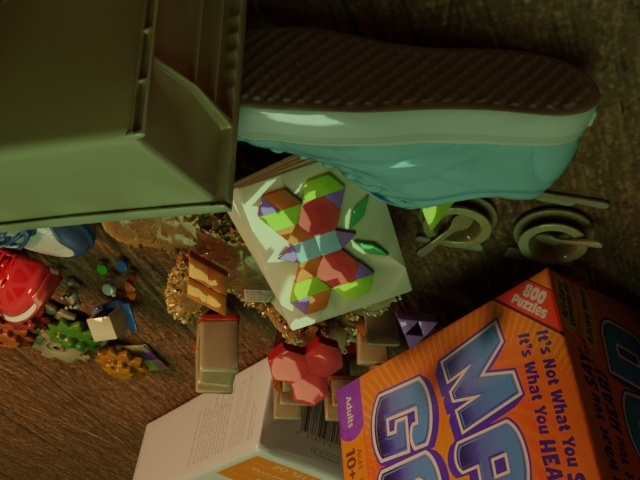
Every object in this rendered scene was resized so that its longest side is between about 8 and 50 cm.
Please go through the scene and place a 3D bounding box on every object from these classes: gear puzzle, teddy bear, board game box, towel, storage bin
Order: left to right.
[{"bbox_3d":[-0.423,0.151,1.340,0.339,0.044,0.175,28,142,-21],"label":"gear puzzle"},{"bbox_3d":[-0.202,-0.152,0.667,0.262,0.260,0.123,-5,160,21],"label":"storage bin"},{"bbox_3d":[-0.283,0.186,1.398,0.060,0.009,0.083,-5,143,22],"label":"towel"},{"bbox_3d":[-0.066,0.006,0.962,0.338,0.113,0.245,21,125,-10],"label":"teddy bear"},{"bbox_3d":[0.278,0.310,1.045,0.356,0.356,0.356,22,137,-34],"label":"board game box"}]

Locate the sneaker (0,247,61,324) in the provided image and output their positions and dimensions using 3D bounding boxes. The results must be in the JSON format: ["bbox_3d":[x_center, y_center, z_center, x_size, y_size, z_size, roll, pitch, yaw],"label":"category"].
[{"bbox_3d":[-0.423,0.034,1.106,0.221,0.087,0.128,-1,146,49],"label":"sneaker"}]

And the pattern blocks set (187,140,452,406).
[{"bbox_3d":[0.000,0.000,0.876,0.285,0.026,0.325,-33,114,9],"label":"pattern blocks set"}]

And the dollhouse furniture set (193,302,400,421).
[{"bbox_3d":[-0.037,0.131,1.186,0.259,0.135,0.262,4,147,-11],"label":"dollhouse furniture set"}]

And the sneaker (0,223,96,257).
[{"bbox_3d":[-0.416,-0.020,1.024,0.296,0.131,0.112,20,143,-17],"label":"sneaker"}]

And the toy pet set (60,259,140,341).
[{"bbox_3d":[-0.289,0.077,1.216,0.122,0.065,0.114,-9,107,21],"label":"toy pet set"}]

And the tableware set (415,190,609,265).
[{"bbox_3d":[0.203,-0.006,0.965,0.194,0.039,0.128,9,146,1],"label":"tableware set"}]

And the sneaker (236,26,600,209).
[{"bbox_3d":[0.048,-0.084,0.761,0.365,0.135,0.150,5,131,-5],"label":"sneaker"}]

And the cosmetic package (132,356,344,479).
[{"bbox_3d":[-0.117,0.362,1.480,0.230,0.162,0.453,27,143,-24],"label":"cosmetic package"}]
